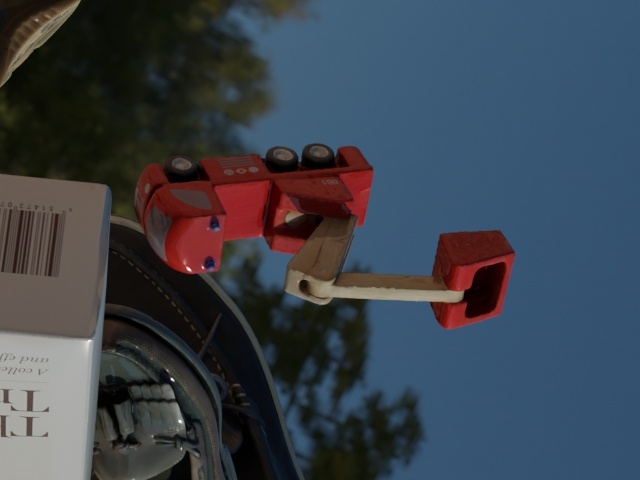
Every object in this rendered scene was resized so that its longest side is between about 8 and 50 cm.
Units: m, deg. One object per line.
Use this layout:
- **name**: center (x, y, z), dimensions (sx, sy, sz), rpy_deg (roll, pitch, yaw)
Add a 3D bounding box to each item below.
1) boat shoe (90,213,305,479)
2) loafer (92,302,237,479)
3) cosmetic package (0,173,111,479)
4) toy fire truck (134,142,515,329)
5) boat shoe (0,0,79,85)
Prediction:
- **boat shoe**: center (-0.128, 0.194, 1.838), dimensions (0.187, 0.500, 0.156), rpy_deg (-30, 170, 14)
- **loafer**: center (-0.112, 0.145, 1.304), dimensions (0.267, 0.096, 0.084), rpy_deg (69, 22, -51)
- **cosmetic package**: center (-0.301, 0.070, 0.975), dimensions (0.284, 0.377, 0.097), rpy_deg (103, -9, -56)
- **toy fire truck**: center (0.000, 0.000, 1.113), dimensions (0.135, 0.192, 0.047), rpy_deg (-121, -147, -48)
- **boat shoe**: center (-0.259, -0.194, 1.547), dimensions (0.285, 0.104, 0.089), rpy_deg (-52, -167, -12)
